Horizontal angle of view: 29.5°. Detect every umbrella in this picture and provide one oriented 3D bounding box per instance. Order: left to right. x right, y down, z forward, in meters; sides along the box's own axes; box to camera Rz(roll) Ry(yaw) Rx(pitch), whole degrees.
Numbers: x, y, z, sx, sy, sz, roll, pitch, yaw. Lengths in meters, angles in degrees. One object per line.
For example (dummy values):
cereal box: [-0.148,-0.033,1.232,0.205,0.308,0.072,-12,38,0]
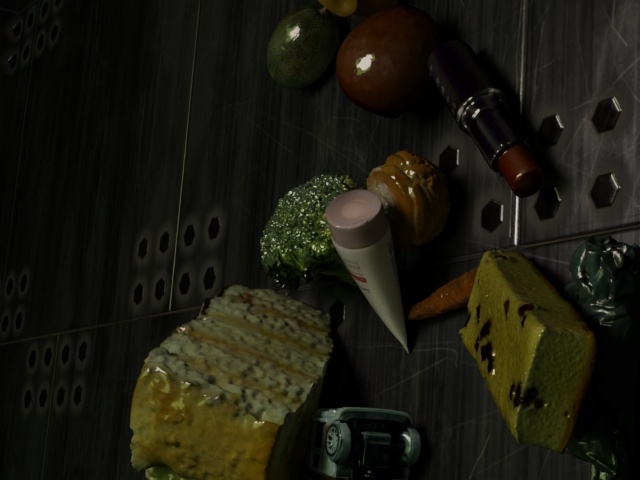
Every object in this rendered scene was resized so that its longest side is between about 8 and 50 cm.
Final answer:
umbrella: [0.321,0.167,1.400,0.094,0.143,0.349,4,91,12]

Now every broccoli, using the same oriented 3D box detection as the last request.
broccoli: [-0.003,-0.001,1.890,0.176,0.198,0.226,21,131,24]

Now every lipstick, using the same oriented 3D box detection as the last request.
lipstick: [0.230,-0.169,1.669,0.081,0.081,0.299,-57,38,29]

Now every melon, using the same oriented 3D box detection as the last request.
melon: [-0.030,-0.337,2.084,0.167,0.114,0.114,-56,39,34]

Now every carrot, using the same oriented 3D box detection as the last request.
carrot: [0.186,0.074,1.689,0.191,0.047,0.047,-29,57,51]

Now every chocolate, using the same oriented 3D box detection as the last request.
chocolate: [0.104,-0.276,1.821,0.177,0.177,0.177,-24,60,51]

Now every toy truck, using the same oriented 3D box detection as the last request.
toy truck: [0.040,0.387,1.729,0.162,0.136,0.305,176,101,-65]

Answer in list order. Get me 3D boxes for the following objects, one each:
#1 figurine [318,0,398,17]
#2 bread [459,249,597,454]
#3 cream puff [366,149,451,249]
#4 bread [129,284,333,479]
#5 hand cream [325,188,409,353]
figurine: [0.052,-0.459,1.954,0.215,0.215,0.228,-46,56,39]
bread: [0.237,0.116,1.441,0.361,0.077,0.138,-103,24,-76]
cream puff: [0.132,-0.060,1.754,0.126,0.103,0.144,-3,105,58]
bread: [-0.126,0.260,1.856,0.395,0.239,0.264,-51,-24,-67]
hand cream: [0.073,0.041,1.756,0.133,0.083,0.248,-122,10,-51]
